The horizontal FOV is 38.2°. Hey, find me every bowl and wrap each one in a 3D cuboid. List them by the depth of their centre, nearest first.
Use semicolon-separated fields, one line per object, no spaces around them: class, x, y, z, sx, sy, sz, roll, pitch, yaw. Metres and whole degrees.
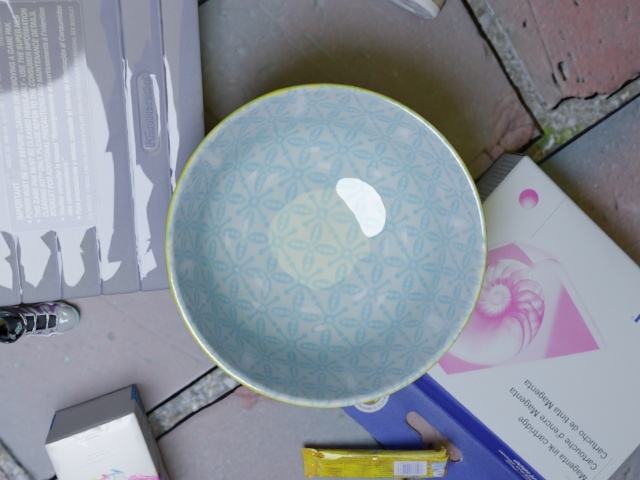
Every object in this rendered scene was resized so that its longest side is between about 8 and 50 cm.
bowl;0.000;0.000;0.887;0.290;0.156;0.289;0;95;-6

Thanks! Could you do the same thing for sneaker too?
sneaker;-0.287;0.083;0.898;0.098;0.069;0.038;-3;99;-9

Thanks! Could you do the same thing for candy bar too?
candy bar;0.060;0.239;0.990;0.162;0.018;0.040;-1;115;1

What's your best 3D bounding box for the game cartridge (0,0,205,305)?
game cartridge;-0.224;-0.120;0.862;0.230;0.068;0.355;-4;107;-11

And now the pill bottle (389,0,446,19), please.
pill bottle;0.114;-0.287;0.914;0.067;0.067;0.120;27;93;-12

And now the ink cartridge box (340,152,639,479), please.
ink cartridge box;0.212;0.133;0.993;0.324;0.071;0.330;42;88;-13

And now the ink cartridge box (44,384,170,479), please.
ink cartridge box;-0.204;0.236;0.923;0.090;0.092;0.143;-20;102;-7
